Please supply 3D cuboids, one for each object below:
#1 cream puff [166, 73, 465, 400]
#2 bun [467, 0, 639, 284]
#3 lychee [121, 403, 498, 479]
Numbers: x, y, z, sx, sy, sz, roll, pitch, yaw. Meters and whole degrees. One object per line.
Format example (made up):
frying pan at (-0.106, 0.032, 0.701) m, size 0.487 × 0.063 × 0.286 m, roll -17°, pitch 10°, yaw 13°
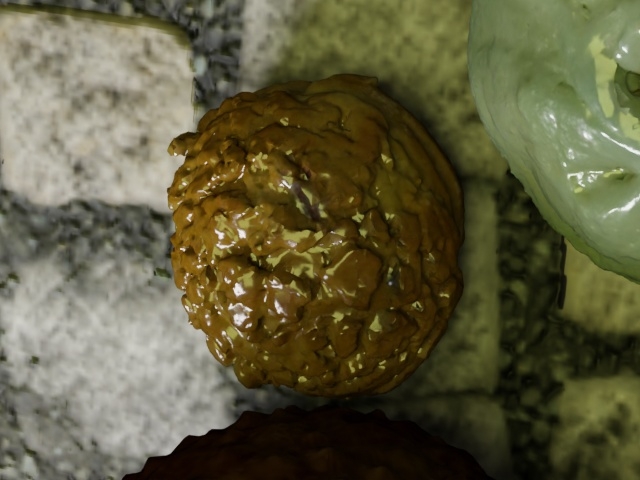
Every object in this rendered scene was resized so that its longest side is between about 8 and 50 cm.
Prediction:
cream puff at (-0.004, 0.002, 0.786) m, size 0.126 × 0.103 × 0.144 m, roll -19°, pitch 100°, yaw 21°
bun at (0.146, -0.076, 0.709) m, size 0.195 × 0.118 × 0.195 m, roll 4°, pitch 101°, yaw 23°
lychee at (-0.005, 0.195, 0.746) m, size 0.261 × 0.260 × 0.260 m, roll 4°, pitch 102°, yaw 19°
